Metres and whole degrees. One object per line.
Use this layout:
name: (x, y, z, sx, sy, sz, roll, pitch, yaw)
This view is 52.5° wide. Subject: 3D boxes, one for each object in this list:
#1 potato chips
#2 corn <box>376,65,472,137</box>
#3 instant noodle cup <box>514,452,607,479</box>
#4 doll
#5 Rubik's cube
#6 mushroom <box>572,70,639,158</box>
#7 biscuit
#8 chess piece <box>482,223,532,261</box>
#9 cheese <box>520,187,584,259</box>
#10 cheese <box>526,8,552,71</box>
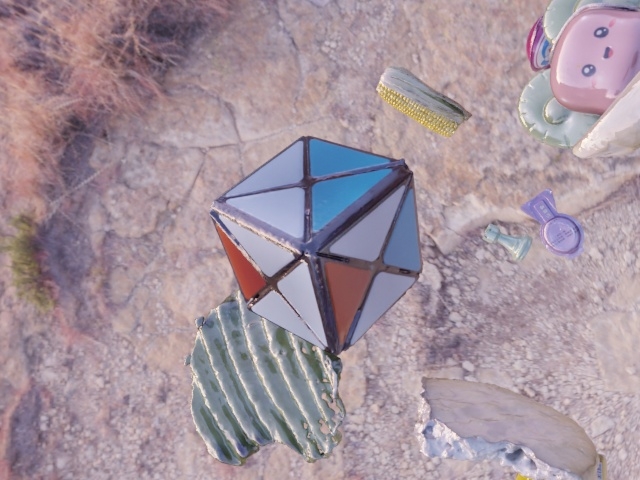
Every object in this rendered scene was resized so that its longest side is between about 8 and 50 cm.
potato chips: (-0.104, 0.245, 1.285, 0.373, 0.097, 0.390, -13, 75, 30)
corn: (0.320, -0.433, 2.023, 0.305, 0.122, 0.123, 33, 131, 2)
instant noodle cup: (0.412, 0.427, 1.115, 0.182, 0.182, 0.144, 3, 68, 28)
doll: (0.477, -0.279, 1.062, 0.268, 0.216, 0.284, 23, 101, 36)
Rubik's cube: (0.000, 0.000, 1.089, 0.248, 0.250, 0.246, 24, 52, 37)
mushroom: (0.311, -0.148, 0.589, 0.071, 0.084, 0.209, 47, 138, 19)
biscuit: (0.189, 0.205, 0.725, 0.265, 0.188, 0.040, 19, 108, 59)
chess piece: (0.433, 0.001, 1.511, 0.103, 0.067, 0.067, 26, 92, 5)
cheese: (0.620, -0.038, 1.709, 0.105, 0.042, 0.191, -36, 82, 22)
cheese: (0.548, -0.460, 1.550, 0.062, 0.244, 0.155, 31, 87, 32)
